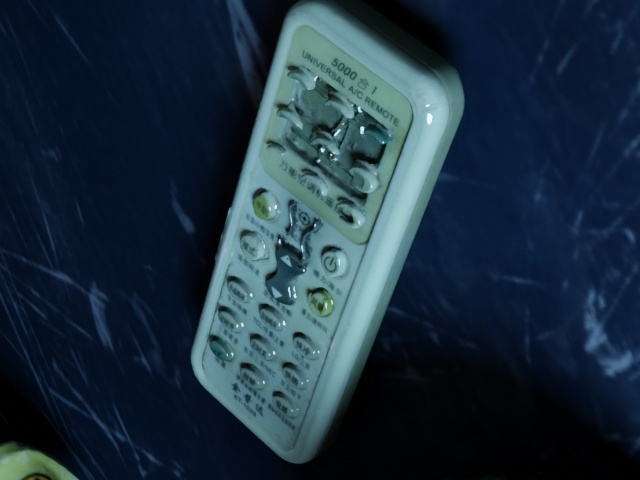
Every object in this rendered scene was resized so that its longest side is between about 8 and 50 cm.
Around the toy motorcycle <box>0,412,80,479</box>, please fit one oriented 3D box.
[{"bbox_3d":[-0.308,0.276,1.361,0.237,0.169,0.410,37,137,34],"label":"toy motorcycle"}]

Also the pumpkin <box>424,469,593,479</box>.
[{"bbox_3d":[0.105,0.289,0.883,0.315,0.238,0.315,3,95,37],"label":"pumpkin"}]

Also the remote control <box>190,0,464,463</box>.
[{"bbox_3d":[0.000,0.000,0.986,0.128,0.065,0.335,41,134,25],"label":"remote control"}]
